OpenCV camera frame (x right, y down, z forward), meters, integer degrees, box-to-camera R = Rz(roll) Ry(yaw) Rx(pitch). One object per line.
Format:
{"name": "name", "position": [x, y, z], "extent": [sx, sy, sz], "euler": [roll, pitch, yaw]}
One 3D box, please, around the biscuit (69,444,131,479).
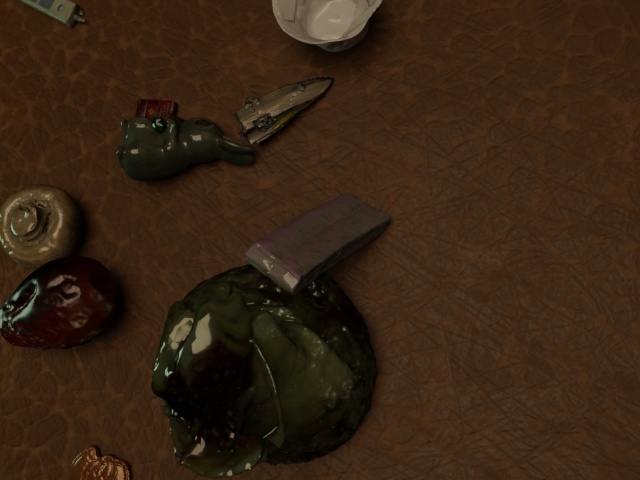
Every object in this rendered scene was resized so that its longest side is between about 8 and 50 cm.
{"name": "biscuit", "position": [-0.405, 0.443, 1.366], "extent": [0.131, 0.019, 0.102], "euler": [29, 89, 13]}

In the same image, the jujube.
{"name": "jujube", "position": [-0.489, 0.124, 1.365], "extent": [0.237, 0.168, 0.168], "euler": [-21, 78, 14]}

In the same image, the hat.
{"name": "hat", "position": [0.021, -0.426, 1.365], "extent": [0.203, 0.126, 0.203], "euler": [-2, 81, 11]}

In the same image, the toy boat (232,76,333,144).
{"name": "toy boat", "position": [-0.066, -0.259, 1.393], "extent": [0.210, 0.066, 0.084], "euler": [-28, 66, -6]}

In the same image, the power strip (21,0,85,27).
{"name": "power strip", "position": [-0.564, -0.493, 1.538], "extent": [0.191, 0.030, 0.047], "euler": [28, 88, 14]}

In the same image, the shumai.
{"name": "shumai", "position": [-0.123, 0.188, 1.189], "extent": [0.395, 0.348, 0.394], "euler": [-3, 77, 13]}

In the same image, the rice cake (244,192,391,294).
{"name": "rice cake", "position": [-0.001, -0.002, 1.241], "extent": [0.106, 0.298, 0.050], "euler": [36, 128, 18]}

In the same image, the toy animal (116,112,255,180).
{"name": "toy animal", "position": [-0.251, -0.180, 1.398], "extent": [0.252, 0.127, 0.125], "euler": [-3, 87, -7]}

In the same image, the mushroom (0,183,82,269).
{"name": "mushroom", "position": [-0.540, -0.028, 1.412], "extent": [0.166, 0.127, 0.166], "euler": [-4, 76, 16]}

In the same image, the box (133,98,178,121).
{"name": "box", "position": [-0.326, -0.250, 1.458], "extent": [0.082, 0.023, 0.051], "euler": [6, 81, 12]}
